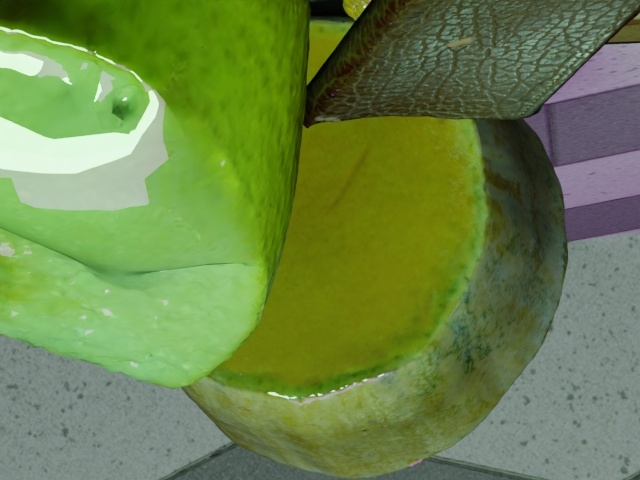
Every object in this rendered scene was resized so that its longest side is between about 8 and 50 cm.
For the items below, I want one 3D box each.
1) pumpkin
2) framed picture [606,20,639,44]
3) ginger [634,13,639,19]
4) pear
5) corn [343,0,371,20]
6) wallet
[{"bbox_3d":[0.000,0.000,1.348,0.332,0.332,0.199,-9,171,14],"label":"pumpkin"},{"bbox_3d":[0.261,-0.183,1.407,0.339,0.014,0.255,-5,172,-20],"label":"framed picture"},{"bbox_3d":[0.353,-0.162,1.180,0.348,0.122,0.363,-2,165,25],"label":"ginger"},{"bbox_3d":[-0.143,-0.101,0.857,0.342,0.238,0.318,18,150,-22],"label":"pear"},{"bbox_3d":[0.081,-0.174,1.103,0.067,0.067,0.206,-1,168,-40],"label":"corn"},{"bbox_3d":[0.078,-0.103,0.848,0.133,0.039,0.243,-4,168,-14],"label":"wallet"}]
